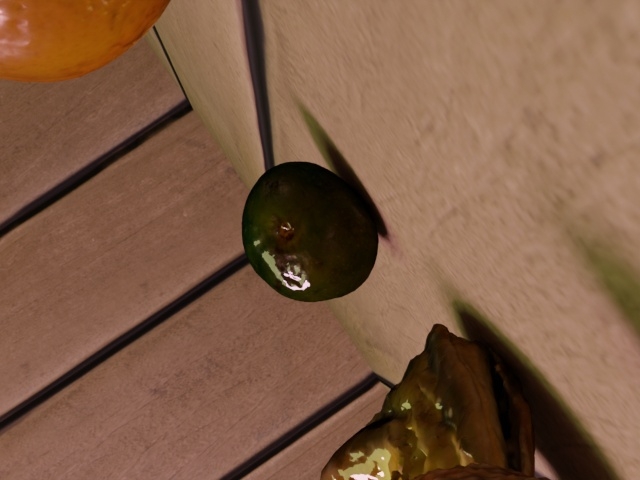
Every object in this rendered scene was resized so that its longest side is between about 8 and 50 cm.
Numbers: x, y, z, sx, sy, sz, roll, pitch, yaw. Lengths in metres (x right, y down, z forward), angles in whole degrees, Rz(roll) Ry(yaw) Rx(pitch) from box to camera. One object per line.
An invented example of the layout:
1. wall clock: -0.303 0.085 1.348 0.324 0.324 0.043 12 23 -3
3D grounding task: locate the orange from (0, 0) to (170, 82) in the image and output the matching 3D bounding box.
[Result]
1. orange: -0.171 -0.198 0.586 0.219 0.193 0.219 159 90 -78

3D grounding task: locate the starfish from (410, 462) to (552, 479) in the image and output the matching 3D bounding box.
1. starfish: 0.168 0.210 0.356 0.398 0.132 0.384 37 173 35

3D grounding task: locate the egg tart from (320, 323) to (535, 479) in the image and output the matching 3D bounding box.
1. egg tart: 0.070 0.208 0.731 0.297 0.132 0.297 176 90 -84

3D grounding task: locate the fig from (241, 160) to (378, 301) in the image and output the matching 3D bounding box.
1. fig: 0.000 0.000 0.883 0.117 0.117 0.177 55 -173 14
